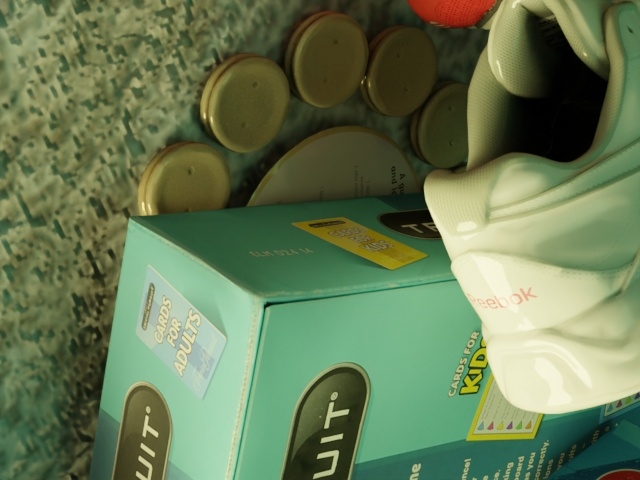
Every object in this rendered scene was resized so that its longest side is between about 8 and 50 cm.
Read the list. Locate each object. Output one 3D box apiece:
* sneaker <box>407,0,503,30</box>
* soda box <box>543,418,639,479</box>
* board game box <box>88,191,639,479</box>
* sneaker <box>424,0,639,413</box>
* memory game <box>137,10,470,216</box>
[{"bbox_3d":[0.017,-0.199,0.512,0.118,0.107,0.279,-15,117,-14],"label":"sneaker"},{"bbox_3d":[0.132,0.183,0.653,0.067,0.071,0.210,-30,129,-28],"label":"soda box"},{"bbox_3d":[0.059,0.107,0.655,0.336,0.079,0.253,-5,115,-41],"label":"board game box"},{"bbox_3d":[0.112,-0.055,0.542,0.115,0.090,0.232,57,47,-24],"label":"sneaker"},{"bbox_3d":[0.000,0.000,0.620,0.186,0.012,0.186,-17,118,-35],"label":"memory game"}]
